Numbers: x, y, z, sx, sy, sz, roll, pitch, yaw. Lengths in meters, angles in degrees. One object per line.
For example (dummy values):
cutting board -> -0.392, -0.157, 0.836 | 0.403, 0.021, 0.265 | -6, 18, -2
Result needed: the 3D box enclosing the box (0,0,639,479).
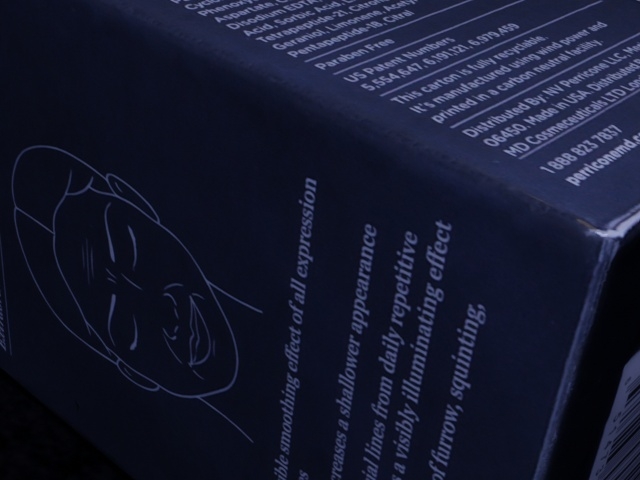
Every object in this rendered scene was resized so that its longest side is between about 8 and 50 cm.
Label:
box -> 0.000, 0.000, 0.547 | 0.395, 0.293, 0.212 | 30, 40, 31
